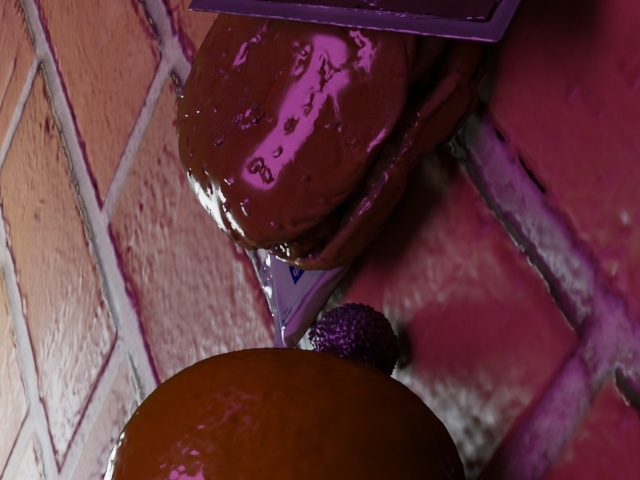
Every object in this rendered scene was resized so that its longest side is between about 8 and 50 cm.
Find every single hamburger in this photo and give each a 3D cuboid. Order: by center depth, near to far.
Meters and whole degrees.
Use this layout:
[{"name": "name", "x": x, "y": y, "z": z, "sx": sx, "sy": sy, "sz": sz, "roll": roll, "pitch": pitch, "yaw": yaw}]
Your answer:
[{"name": "hamburger", "x": -0.002, "y": -0.128, "z": 1.101, "sx": 0.283, "sy": 0.144, "sz": 0.259, "roll": -55, "pitch": 34, "yaw": 14}]

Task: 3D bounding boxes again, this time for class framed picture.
[{"name": "framed picture", "x": 0.056, "y": -0.234, "z": 0.997, "sx": 0.273, "sy": 0.016, "sz": 0.216, "roll": 13, "pitch": 65, "yaw": 37}]

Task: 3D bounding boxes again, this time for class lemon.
[{"name": "lemon", "x": -0.010, "y": 0.185, "z": 0.942, "sx": 0.219, "sy": 0.240, "sz": 0.240, "roll": -16, "pitch": 61, "yaw": 22}]

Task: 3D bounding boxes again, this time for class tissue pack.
[{"name": "tissue pack", "x": 0.000, "y": 0.000, "z": 1.194, "sx": 0.193, "sy": 0.026, "sz": 0.122, "roll": -57, "pitch": 31, "yaw": 32}]

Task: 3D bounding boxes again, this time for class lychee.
[{"name": "lychee", "x": 0.026, "y": 0.083, "z": 1.077, "sx": 0.068, "sy": 0.067, "sz": 0.083, "roll": -17, "pitch": 29, "yaw": 21}]
